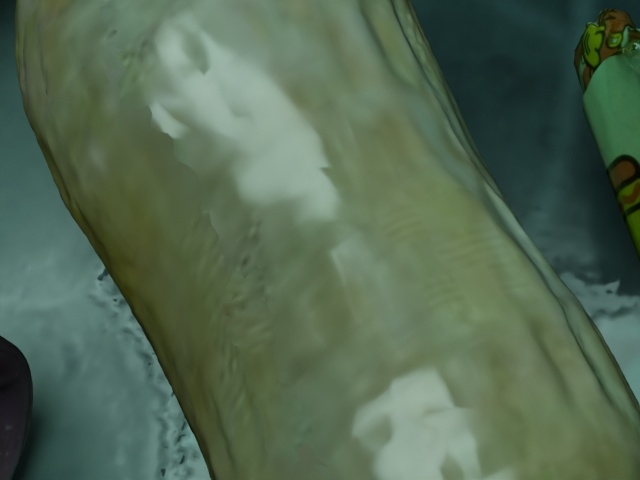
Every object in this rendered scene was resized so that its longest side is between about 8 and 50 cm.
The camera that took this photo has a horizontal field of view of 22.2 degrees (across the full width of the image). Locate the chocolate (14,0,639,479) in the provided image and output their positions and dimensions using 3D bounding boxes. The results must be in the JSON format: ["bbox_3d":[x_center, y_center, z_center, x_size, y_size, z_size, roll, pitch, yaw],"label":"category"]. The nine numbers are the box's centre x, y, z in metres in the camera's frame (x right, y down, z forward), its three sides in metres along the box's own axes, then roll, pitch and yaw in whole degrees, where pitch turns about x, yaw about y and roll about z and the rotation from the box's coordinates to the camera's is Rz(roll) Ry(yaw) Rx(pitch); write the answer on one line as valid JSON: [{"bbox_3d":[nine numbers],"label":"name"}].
[{"bbox_3d":[0.000,0.000,0.505,0.134,0.134,0.309,-31,73,-1],"label":"chocolate"}]

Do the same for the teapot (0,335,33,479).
[{"bbox_3d":[-0.131,0.103,0.480,0.148,0.146,0.116,-39,70,-4],"label":"teapot"}]

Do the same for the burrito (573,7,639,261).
[{"bbox_3d":[0.164,0.047,0.456,0.104,0.054,0.288,-20,68,3],"label":"burrito"}]
